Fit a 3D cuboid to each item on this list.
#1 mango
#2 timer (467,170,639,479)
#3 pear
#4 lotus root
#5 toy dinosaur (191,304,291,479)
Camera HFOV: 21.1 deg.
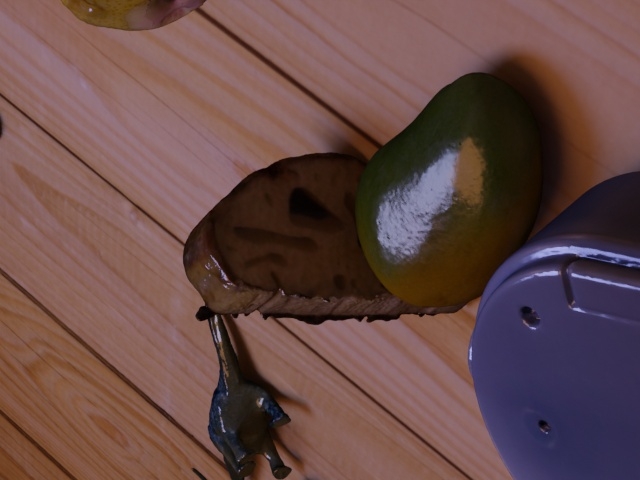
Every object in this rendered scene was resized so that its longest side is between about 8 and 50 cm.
[{"bbox_3d":[0.119,-0.042,1.490,0.156,0.114,0.251,53,137,17],"label":"mango"},{"bbox_3d":[0.288,0.118,1.368,0.395,0.173,0.395,32,144,27],"label":"timer"},{"bbox_3d":[-0.169,-0.271,1.562,0.178,0.178,0.178,32,143,28],"label":"pear"},{"bbox_3d":[0.000,0.000,1.615,0.074,0.261,0.170,126,134,-58],"label":"lotus root"},{"bbox_3d":[-0.096,0.219,2.044,0.147,0.076,0.363,51,152,40],"label":"toy dinosaur"}]
